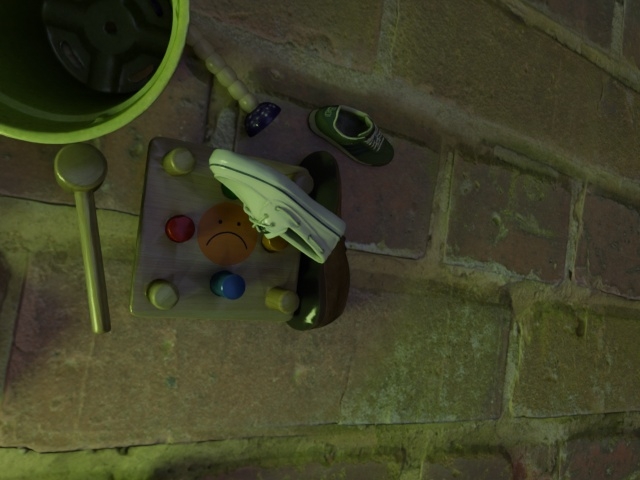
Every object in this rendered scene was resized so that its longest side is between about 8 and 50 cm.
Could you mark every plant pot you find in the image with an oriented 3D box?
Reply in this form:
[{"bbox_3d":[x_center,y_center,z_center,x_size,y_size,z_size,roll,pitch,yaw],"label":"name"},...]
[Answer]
[{"bbox_3d":[-0.274,-0.262,0.544,0.276,0.254,0.276,-2,107,-7],"label":"plant pot"}]

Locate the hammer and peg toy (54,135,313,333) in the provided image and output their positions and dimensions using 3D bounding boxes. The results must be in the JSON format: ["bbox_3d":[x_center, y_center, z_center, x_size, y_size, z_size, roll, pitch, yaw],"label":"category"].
[{"bbox_3d":[-0.191,-0.007,0.693,0.361,0.127,0.266,6,89,-30],"label":"hammer and peg toy"}]

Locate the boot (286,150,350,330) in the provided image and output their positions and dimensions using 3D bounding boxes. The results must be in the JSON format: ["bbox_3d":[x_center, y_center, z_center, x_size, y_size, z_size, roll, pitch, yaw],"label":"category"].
[{"bbox_3d":[0.000,0.000,0.836,0.115,0.112,0.305,8,86,-55],"label":"boot"}]

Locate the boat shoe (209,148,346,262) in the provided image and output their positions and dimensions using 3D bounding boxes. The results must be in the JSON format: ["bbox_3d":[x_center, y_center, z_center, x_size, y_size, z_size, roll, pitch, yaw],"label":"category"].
[{"bbox_3d":[-0.058,-0.038,0.645,0.226,0.083,0.076,29,77,-28],"label":"boat shoe"}]

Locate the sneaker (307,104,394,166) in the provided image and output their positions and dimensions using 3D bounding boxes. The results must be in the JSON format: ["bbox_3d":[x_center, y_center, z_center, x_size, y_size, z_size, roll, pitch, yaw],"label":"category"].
[{"bbox_3d":[0.075,-0.190,0.868,0.192,0.086,0.064,22,79,-29],"label":"sneaker"}]

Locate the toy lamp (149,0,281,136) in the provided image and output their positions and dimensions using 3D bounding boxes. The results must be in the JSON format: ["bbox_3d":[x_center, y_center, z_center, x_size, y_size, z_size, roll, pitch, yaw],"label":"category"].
[{"bbox_3d":[-0.173,-0.289,0.731,0.275,0.080,0.080,49,68,-24],"label":"toy lamp"}]
